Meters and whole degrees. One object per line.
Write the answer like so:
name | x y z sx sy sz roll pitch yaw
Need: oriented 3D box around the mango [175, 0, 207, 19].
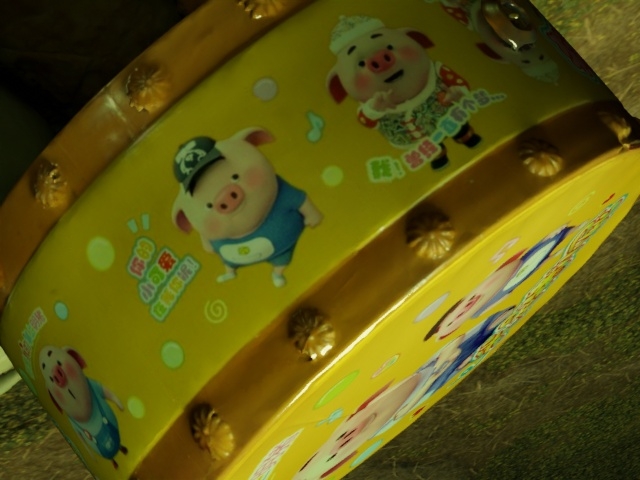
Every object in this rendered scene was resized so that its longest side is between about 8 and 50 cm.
mango | -0.022 -0.193 1.231 0.105 0.084 0.159 36 129 -15

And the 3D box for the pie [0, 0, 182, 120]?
pie | -0.142 -0.136 1.279 0.129 0.068 0.282 -29 152 9

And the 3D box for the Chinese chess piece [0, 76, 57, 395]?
Chinese chess piece | -0.331 0.020 1.326 0.349 0.146 0.349 -20 157 -9

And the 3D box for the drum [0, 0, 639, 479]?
drum | 0.000 0.000 1.228 0.431 0.214 0.431 -38 166 -11
